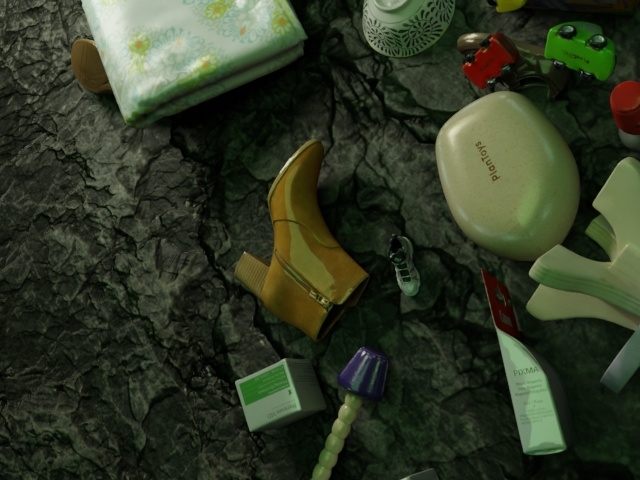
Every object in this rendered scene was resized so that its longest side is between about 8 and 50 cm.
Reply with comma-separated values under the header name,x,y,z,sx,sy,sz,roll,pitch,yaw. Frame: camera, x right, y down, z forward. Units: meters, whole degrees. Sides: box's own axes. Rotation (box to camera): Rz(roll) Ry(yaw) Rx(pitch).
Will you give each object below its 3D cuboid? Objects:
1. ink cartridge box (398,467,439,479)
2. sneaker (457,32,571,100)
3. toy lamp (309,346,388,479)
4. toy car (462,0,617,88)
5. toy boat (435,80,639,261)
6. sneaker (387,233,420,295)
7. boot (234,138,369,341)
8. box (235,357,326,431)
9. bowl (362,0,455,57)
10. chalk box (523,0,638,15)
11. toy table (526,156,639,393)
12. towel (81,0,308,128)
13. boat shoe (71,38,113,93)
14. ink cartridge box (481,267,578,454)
name,x,y,z,sx,sy,sz,roll,pitch,yaw
ink cartridge box,0.096,0.419,0.965,0.176,0.128,0.127,-31,67,18
sneaker,0.292,-0.272,1.061,0.188,0.066,0.071,23,94,30
toy lamp,0.030,0.298,1.057,0.080,0.080,0.275,26,92,28
toy car,0.306,-0.285,0.933,0.225,0.239,0.053,33,63,28
toy boat,0.332,-0.113,0.977,0.318,0.148,0.268,-27,63,27
sneaker,0.126,0.037,1.070,0.038,0.069,0.098,-19,71,22
boot,-0.001,0.001,1.133,0.211,0.104,0.295,30,98,23
box,-0.063,0.250,1.097,0.101,0.102,0.087,-27,70,17
bowl,0.136,-0.408,1.160,0.170,0.080,0.170,-6,75,26
chalk box,0.326,-0.451,1.003,0.288,0.179,0.180,15,98,27
toy table,0.382,0.045,0.858,0.161,0.252,0.274,39,117,25
towel,-0.242,-0.417,1.285,0.374,0.090,0.321,-24,68,-1
boat shoe,-0.419,-0.353,1.426,0.285,0.089,0.105,29,118,31
ink cartridge box,0.281,0.158,0.899,0.066,0.189,0.232,-12,73,23
